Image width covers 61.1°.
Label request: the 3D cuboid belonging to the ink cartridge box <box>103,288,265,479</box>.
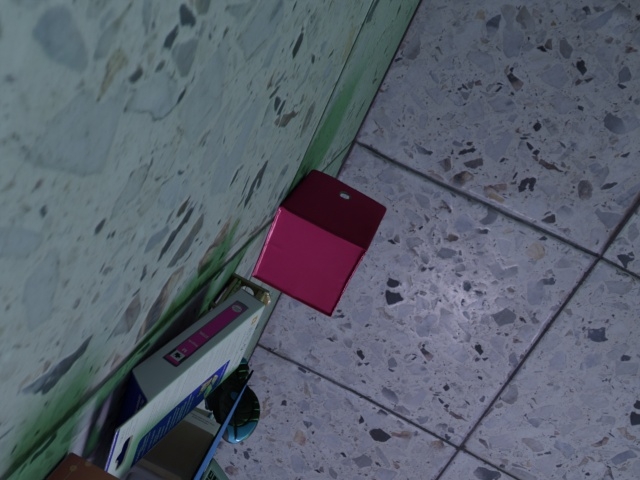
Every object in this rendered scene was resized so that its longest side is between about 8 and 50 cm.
[{"bbox_3d":[-0.229,0.229,0.877,0.371,0.069,0.176,-42,160,-58],"label":"ink cartridge box"}]

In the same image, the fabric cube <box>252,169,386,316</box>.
[{"bbox_3d":[0.000,0.000,1.511,0.259,0.254,0.258,-64,176,33],"label":"fabric cube"}]

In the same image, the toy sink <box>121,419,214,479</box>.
[{"bbox_3d":[-0.327,0.473,1.063,0.153,0.131,0.234,-64,180,12],"label":"toy sink"}]

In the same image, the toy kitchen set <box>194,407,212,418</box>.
[{"bbox_3d":[-0.392,0.645,1.665,0.207,0.122,0.166,-65,177,40],"label":"toy kitchen set"}]

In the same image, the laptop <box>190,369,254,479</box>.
[{"bbox_3d":[-0.166,0.543,1.012,0.236,0.408,0.382,-27,-168,19],"label":"laptop"}]

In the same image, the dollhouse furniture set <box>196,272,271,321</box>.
[{"bbox_3d":[-0.198,0.195,1.147,0.161,0.101,0.182,-65,177,38],"label":"dollhouse furniture set"}]

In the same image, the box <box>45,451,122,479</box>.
[{"bbox_3d":[-0.263,0.355,0.621,0.091,0.170,0.130,-63,178,28],"label":"box"}]

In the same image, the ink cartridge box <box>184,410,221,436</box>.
[{"bbox_3d":[-0.378,0.588,1.319,0.211,0.121,0.289,-65,177,27],"label":"ink cartridge box"}]

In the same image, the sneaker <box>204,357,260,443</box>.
[{"bbox_3d":[-0.262,0.465,1.555,0.140,0.125,0.341,-53,-157,15],"label":"sneaker"}]
